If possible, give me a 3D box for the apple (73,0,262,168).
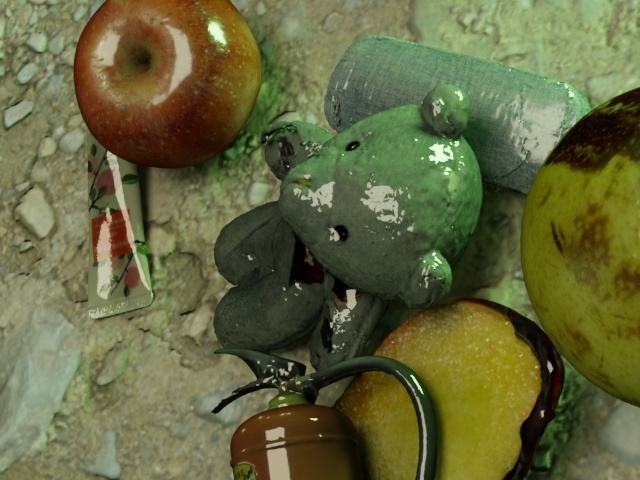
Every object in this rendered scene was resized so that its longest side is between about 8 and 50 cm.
[{"bbox_3d":[-0.148,-0.168,1.788,0.201,0.162,0.201,-5,79,28],"label":"apple"}]

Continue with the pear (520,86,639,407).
[{"bbox_3d":[0.288,-0.002,1.357,0.284,0.283,0.283,-13,64,29],"label":"pear"}]

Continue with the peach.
[{"bbox_3d":[0.115,0.150,1.531,0.279,0.068,0.189,-10,69,50],"label":"peach"}]

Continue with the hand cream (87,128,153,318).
[{"bbox_3d":[-0.214,-0.037,1.850,0.080,0.050,0.234,-14,70,25],"label":"hand cream"}]

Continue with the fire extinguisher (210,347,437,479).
[{"bbox_3d":[0.018,0.250,1.519,0.200,0.113,0.376,-12,70,5],"label":"fire extinguisher"}]

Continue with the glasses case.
[{"bbox_3d":[0.122,-0.118,1.637,0.282,0.067,0.109,18,91,35],"label":"glasses case"}]

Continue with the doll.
[{"bbox_3d":[-0.003,-0.002,1.595,0.340,0.158,0.245,-18,66,39],"label":"doll"}]
